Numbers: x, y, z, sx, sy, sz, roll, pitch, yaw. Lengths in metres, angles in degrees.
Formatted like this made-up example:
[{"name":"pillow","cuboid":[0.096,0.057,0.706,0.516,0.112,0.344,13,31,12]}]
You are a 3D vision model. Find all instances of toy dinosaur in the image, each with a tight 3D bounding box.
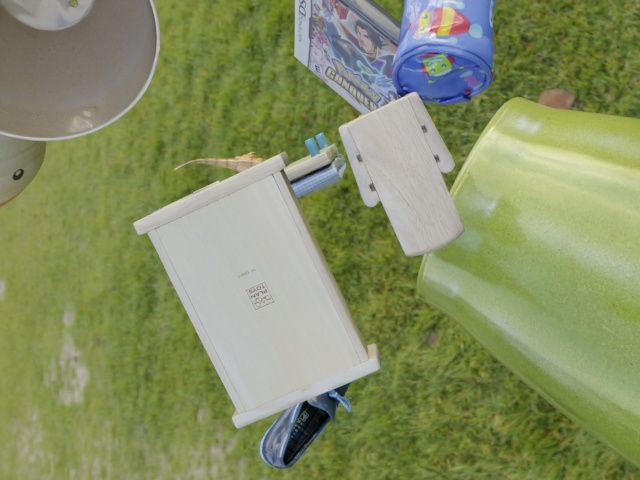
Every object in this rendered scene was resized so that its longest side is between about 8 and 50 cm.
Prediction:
[{"name":"toy dinosaur","cuboid":[-0.125,-0.124,1.243,0.112,0.212,0.064,159,118,-87]}]

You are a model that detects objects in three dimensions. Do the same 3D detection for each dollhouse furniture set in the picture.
[{"name":"dollhouse furniture set","cuboid":[0.000,0.000,0.764,0.303,0.287,0.198,-72,-43,-79]}]

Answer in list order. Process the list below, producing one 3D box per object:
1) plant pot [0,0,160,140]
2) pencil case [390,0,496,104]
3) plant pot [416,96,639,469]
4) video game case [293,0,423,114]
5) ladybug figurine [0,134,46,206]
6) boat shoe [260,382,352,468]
[{"name":"plant pot","cuboid":[-0.349,-0.295,0.942,0.284,0.284,0.190,-62,27,30]},{"name":"pencil case","cuboid":[0.162,-0.303,0.911,0.120,0.133,0.305,-1,64,26]},{"name":"plant pot","cuboid":[0.302,0.028,0.752,0.353,0.366,0.366,27,113,17]},{"name":"video game case","cuboid":[0.061,-0.306,1.241,0.275,0.035,0.248,43,162,14]},{"name":"ladybug figurine","cuboid":[-0.608,-0.159,1.278,0.450,0.162,0.304,6,76,44]},{"name":"boat shoe","cuboid":[0.001,0.299,1.338,0.258,0.109,0.089,-59,23,-13]}]
